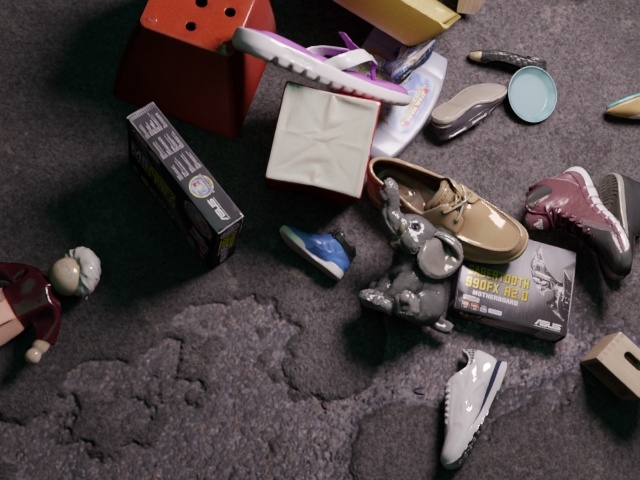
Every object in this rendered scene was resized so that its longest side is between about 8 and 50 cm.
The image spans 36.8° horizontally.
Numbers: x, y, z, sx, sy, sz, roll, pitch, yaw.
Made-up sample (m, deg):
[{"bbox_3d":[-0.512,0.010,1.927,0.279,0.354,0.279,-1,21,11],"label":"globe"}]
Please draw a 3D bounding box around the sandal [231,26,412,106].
[{"bbox_3d":[0.030,-0.337,1.790,0.416,0.169,0.102,11,105,-42],"label":"sandal"}]

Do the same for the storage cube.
[{"bbox_3d":[-0.001,-0.181,1.822,0.184,0.193,0.215,13,89,-3],"label":"storage cube"}]

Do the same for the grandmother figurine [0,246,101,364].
[{"bbox_3d":[-0.542,0.122,1.702,0.342,0.104,0.208,-31,87,-16],"label":"grandmother figurine"}]

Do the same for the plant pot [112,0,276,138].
[{"bbox_3d":[-0.235,-0.398,1.864,0.267,0.236,0.267,20,69,-3],"label":"plant pot"}]

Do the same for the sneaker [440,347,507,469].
[{"bbox_3d":[0.266,0.314,1.792,0.095,0.090,0.235,24,64,12],"label":"sneaker"}]

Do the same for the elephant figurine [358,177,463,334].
[{"bbox_3d":[0.181,0.031,1.802,0.169,0.186,0.239,17,86,25],"label":"elephant figurine"}]

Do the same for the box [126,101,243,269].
[{"bbox_3d":[-0.253,-0.094,1.764,0.060,0.216,0.270,-36,81,-19],"label":"box"}]

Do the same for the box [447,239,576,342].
[{"bbox_3d":[0.379,0.085,1.897,0.231,0.056,0.183,16,69,-4],"label":"box"}]

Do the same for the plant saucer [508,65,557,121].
[{"bbox_3d":[0.448,-0.311,2.053,0.119,0.021,0.119,0,90,-19],"label":"plant saucer"}]

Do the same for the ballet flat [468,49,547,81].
[{"bbox_3d":[0.404,-0.380,2.069,0.173,0.057,0.049,11,101,-2],"label":"ballet flat"}]

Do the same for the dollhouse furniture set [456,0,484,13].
[{"bbox_3d":[0.457,-0.620,2.025,0.303,0.286,0.198,6,62,4],"label":"dollhouse furniture set"}]

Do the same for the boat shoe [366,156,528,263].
[{"bbox_3d":[0.238,-0.059,1.853,0.341,0.110,0.121,24,72,16],"label":"boat shoe"}]

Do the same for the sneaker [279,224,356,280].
[{"bbox_3d":[0.000,0.000,1.858,0.152,0.058,0.084,37,75,0],"label":"sneaker"}]

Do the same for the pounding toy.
[{"bbox_3d":[0.596,0.244,1.851,0.141,0.130,0.100,43,81,7],"label":"pounding toy"}]

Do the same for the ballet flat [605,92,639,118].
[{"bbox_3d":[0.725,-0.302,2.087,0.232,0.080,0.073,-25,92,-16],"label":"ballet flat"}]

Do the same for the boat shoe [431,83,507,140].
[{"bbox_3d":[0.312,-0.271,2.019,0.206,0.065,0.075,-29,42,-29],"label":"boat shoe"}]

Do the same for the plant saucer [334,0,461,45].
[{"bbox_3d":[0.115,-0.502,1.967,0.333,0.333,0.081,33,111,2],"label":"plant saucer"}]

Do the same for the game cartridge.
[{"bbox_3d":[0.136,-0.300,1.994,0.198,0.062,0.297,29,68,5],"label":"game cartridge"}]

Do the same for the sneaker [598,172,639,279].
[{"bbox_3d":[0.641,-0.025,1.970,0.118,0.083,0.222,8,79,-23],"label":"sneaker"}]

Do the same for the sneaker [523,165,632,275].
[{"bbox_3d":[0.495,-0.021,1.916,0.163,0.106,0.281,-14,46,-4],"label":"sneaker"}]

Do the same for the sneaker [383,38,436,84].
[{"bbox_3d":[0.183,-0.383,1.978,0.058,0.052,0.135,43,67,14],"label":"sneaker"}]
